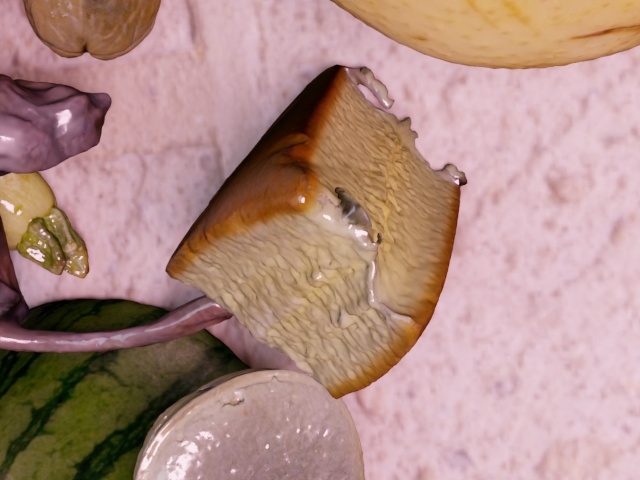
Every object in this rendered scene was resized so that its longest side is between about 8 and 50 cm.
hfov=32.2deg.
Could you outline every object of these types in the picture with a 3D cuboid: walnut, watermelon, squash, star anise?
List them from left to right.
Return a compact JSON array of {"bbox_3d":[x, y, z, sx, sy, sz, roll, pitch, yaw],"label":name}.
[{"bbox_3d":[-0.240,-0.070,0.612,0.359,0.139,0.316,-3,113,2],"label":"star anise"},{"bbox_3d":[-0.247,-0.039,0.726,0.224,0.094,0.094,30,110,-2],"label":"squash"},{"bbox_3d":[-0.153,0.209,0.698,0.330,0.189,0.331,4,106,15],"label":"watermelon"},{"bbox_3d":[-0.139,-0.153,0.672,0.092,0.092,0.092,4,102,19],"label":"walnut"}]

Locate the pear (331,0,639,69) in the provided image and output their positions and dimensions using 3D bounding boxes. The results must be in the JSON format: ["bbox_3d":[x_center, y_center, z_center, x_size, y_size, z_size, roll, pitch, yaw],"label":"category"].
[{"bbox_3d":[0.097,-0.224,0.465,0.309,0.309,0.309,4,102,19],"label":"pear"}]

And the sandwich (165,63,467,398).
[{"bbox_3d":[0.000,0.000,0.570,0.122,0.236,0.128,38,109,-3],"label":"sandwich"}]

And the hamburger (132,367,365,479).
[{"bbox_3d":[-0.039,0.138,0.595,0.133,0.062,0.140,-16,100,-21],"label":"hamburger"}]
